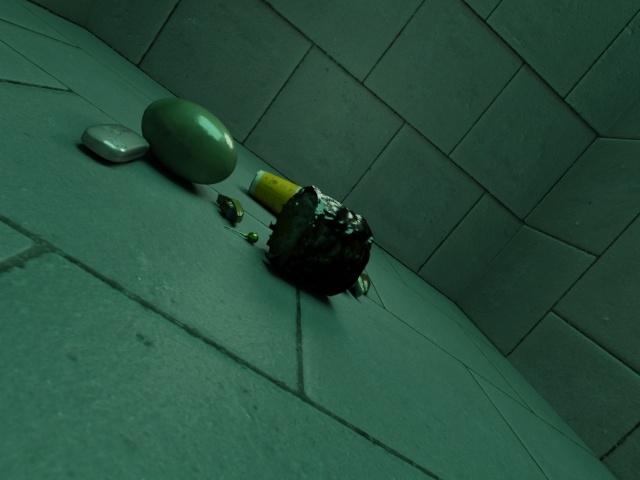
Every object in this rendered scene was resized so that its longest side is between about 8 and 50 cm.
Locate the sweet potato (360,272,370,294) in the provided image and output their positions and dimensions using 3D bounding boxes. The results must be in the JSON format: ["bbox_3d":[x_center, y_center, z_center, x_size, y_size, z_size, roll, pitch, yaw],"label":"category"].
[{"bbox_3d":[0.202,0.189,1.917,0.078,0.058,0.255,54,7,-2],"label":"sweet potato"}]

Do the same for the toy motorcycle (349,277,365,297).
[{"bbox_3d":[0.092,0.099,1.750,0.223,0.107,0.341,41,16,-42],"label":"toy motorcycle"}]

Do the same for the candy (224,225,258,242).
[{"bbox_3d":[-0.259,-0.025,1.346,0.122,0.035,0.035,23,-28,-25],"label":"candy"}]

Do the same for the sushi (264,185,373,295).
[{"bbox_3d":[-0.001,-0.001,1.364,0.294,0.300,0.281,31,-4,-24],"label":"sushi"}]

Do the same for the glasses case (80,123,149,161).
[{"bbox_3d":[-0.592,-0.287,1.203,0.113,0.075,0.297,33,10,-14],"label":"glasses case"}]

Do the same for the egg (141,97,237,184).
[{"bbox_3d":[-0.454,-0.343,1.432,0.352,0.259,0.258,36,10,0],"label":"egg"}]

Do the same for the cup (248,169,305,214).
[{"bbox_3d":[-0.202,-0.221,2.007,0.279,0.197,0.196,28,11,-3],"label":"cup"}]

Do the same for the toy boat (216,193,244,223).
[{"bbox_3d":[-0.317,-0.112,1.433,0.066,0.065,0.172,3,28,-39],"label":"toy boat"}]
